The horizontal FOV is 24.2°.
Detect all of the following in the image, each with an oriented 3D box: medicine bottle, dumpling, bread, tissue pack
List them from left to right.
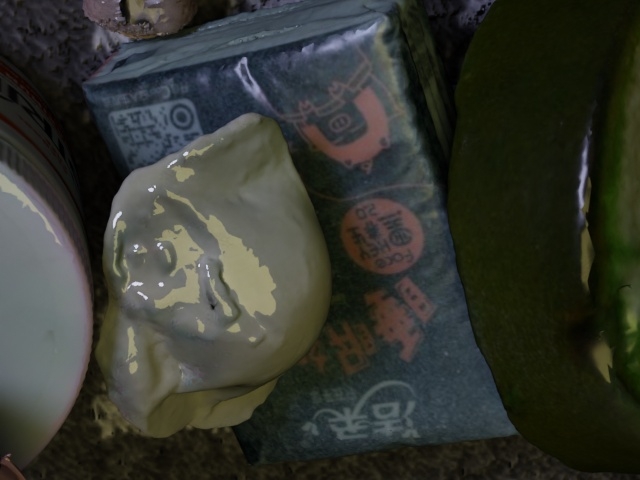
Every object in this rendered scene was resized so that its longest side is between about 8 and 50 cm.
[{"bbox_3d":[-0.269,0.008,0.913,0.252,0.241,0.252,-5,114,-10],"label":"medicine bottle"},{"bbox_3d":[-0.070,0.031,0.896,0.151,0.124,0.229,-25,129,-29],"label":"dumpling"},{"bbox_3d":[0.000,0.000,1.002,0.228,0.103,0.316,-9,117,26],"label":"tissue pack"},{"bbox_3d":[0.231,-0.031,1.002,0.366,0.129,0.382,12,82,-47],"label":"bread"}]

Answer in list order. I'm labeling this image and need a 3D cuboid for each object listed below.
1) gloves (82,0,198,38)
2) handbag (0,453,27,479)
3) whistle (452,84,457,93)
[{"bbox_3d":[-0.110,-0.199,0.949,0.110,0.094,0.144,-8,122,3],"label":"gloves"},{"bbox_3d":[-0.236,0.172,0.762,0.205,0.179,0.116,-26,123,6],"label":"handbag"},{"bbox_3d":[0.111,0.012,1.087,0.180,0.093,0.269,-9,120,-2],"label":"whistle"}]
